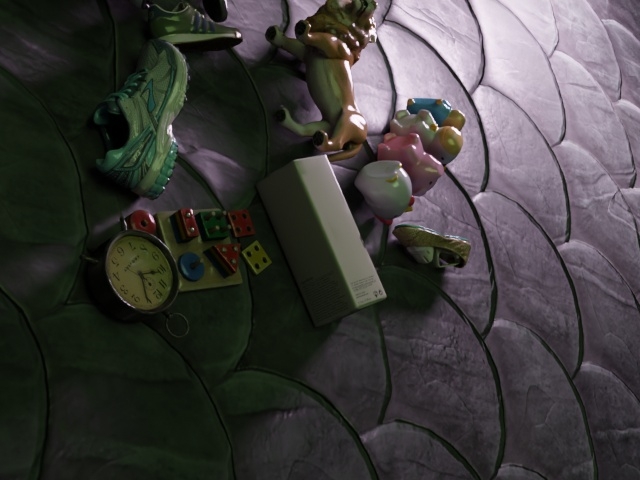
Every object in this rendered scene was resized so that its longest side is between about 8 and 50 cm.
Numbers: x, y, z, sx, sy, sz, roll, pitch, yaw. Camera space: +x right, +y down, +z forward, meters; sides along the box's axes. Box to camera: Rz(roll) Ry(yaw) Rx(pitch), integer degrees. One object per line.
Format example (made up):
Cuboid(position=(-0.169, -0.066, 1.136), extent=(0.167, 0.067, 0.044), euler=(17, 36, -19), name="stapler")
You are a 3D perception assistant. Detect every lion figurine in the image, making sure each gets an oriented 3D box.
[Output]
Cuboid(position=(0.023, -0.290, 1.916), extent=(0.240, 0.142, 0.392), euler=(9, 77, -51), name="lion figurine")

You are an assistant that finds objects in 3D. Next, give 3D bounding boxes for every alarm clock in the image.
Cuboid(position=(-0.260, 0.068, 1.462), extent=(0.192, 0.064, 0.129), euler=(49, 42, -10), name="alarm clock")

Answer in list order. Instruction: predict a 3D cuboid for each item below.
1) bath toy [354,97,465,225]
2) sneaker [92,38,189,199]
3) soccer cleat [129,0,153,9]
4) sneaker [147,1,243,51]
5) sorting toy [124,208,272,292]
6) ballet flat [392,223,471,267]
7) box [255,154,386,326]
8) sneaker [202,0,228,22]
Cuboid(position=(0.184, -0.153, 1.993), extent=(0.348, 0.152, 0.129), euler=(-54, 144, -46), name="bath toy")
Cuboid(position=(-0.283, -0.208, 1.560), extent=(0.122, 0.110, 0.282), euler=(20, 55, -33), name="sneaker")
Cuboid(position=(-0.290, -0.517, 1.731), extent=(0.116, 0.108, 0.318), euler=(26, 45, -7), name="soccer cleat")
Cuboid(position=(-0.219, -0.376, 1.744), extent=(0.192, 0.064, 0.086), euler=(-16, 85, -45), name="sneaker")
Cuboid(position=(-0.176, 0.008, 1.593), extent=(0.275, 0.046, 0.132), euler=(-5, 73, -47), name="sorting toy")
Cuboid(position=(0.223, 0.017, 1.978), extent=(0.206, 0.073, 0.067), euler=(12, 75, -37), name="ballet flat")
Cuboid(position=(0.000, 0.000, 1.728), extent=(0.094, 0.113, 0.275), euler=(-15, 81, -49), name="box")
Cuboid(position=(-0.186, -0.480, 1.845), extent=(0.089, 0.051, 0.170), euler=(-17, 78, -44), name="sneaker")
